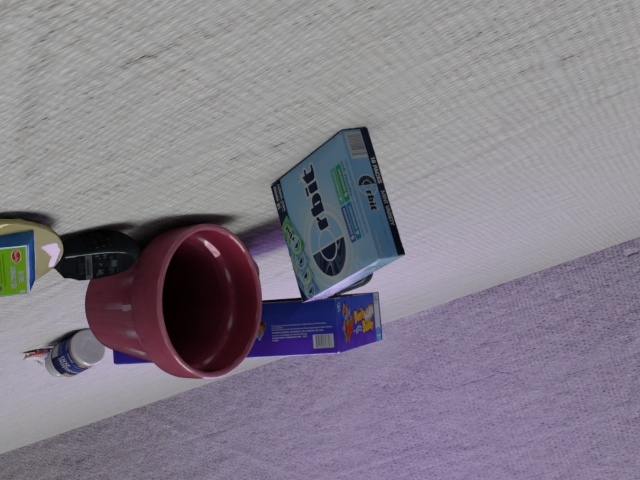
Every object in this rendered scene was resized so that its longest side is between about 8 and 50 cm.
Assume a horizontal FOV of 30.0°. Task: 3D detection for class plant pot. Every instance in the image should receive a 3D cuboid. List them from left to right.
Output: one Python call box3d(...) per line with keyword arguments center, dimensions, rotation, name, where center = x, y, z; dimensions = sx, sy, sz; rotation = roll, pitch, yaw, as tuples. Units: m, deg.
box3d(center=(-0.207, 0.084, 1.595), dimensions=(0.180, 0.201, 0.201), rotation=(-5, 178, 38), name="plant pot")

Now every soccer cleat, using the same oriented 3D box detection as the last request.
box3d(center=(-0.506, 0.218, 2.179), dimensions=(0.029, 0.035, 0.083), rotation=(-23, 167, 32), name="soccer cleat")

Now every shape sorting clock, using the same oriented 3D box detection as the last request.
box3d(center=(-0.395, 0.024, 1.352), dimensions=(0.206, 0.040, 0.206), rotation=(-11, 158, -5), name="shape sorting clock")

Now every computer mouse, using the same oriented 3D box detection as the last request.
box3d(center=(-0.342, 0.021, 1.459), dimensions=(0.242, 0.041, 0.071), rotation=(-6, 151, -16), name="computer mouse")

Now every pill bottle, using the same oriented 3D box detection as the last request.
box3d(center=(-0.442, 0.206, 2.131), dimensions=(0.067, 0.067, 0.120), rotation=(-6, 165, -44), name="pill bottle")

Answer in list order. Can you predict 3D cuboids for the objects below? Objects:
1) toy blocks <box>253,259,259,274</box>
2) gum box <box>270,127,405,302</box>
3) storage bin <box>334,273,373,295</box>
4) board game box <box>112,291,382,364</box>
box3d(center=(-0.185, 0.062, 1.833), dimensions=(0.123, 0.054, 0.148), rotation=(-22, 167, 34), name="toy blocks")
box3d(center=(0.016, -0.026, 1.419), dimensions=(0.041, 0.157, 0.184), rotation=(-9, 167, -32), name="gum box")
box3d(center=(0.000, 0.000, 1.629), dimensions=(0.098, 0.135, 0.091), rotation=(-21, 157, 28), name="storage bin")
box3d(center=(-0.105, 0.131, 1.795), dimensions=(0.347, 0.078, 0.233), rotation=(-5, 178, 17), name="board game box")
